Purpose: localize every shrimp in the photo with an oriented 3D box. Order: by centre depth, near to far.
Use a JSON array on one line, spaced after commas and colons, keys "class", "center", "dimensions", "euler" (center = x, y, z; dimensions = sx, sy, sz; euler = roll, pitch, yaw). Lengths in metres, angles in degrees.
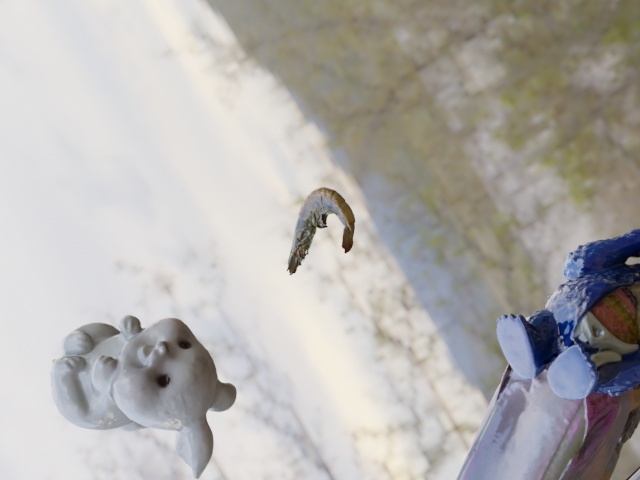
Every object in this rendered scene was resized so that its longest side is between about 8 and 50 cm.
[{"class": "shrimp", "center": [0.000, 0.000, 2.069], "dimensions": [0.083, 0.114, 0.023], "euler": [37, -159, 33]}]

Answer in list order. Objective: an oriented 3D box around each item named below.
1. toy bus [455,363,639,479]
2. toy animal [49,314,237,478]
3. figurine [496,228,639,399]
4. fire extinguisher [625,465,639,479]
[{"class": "toy bus", "center": [0.267, 0.303, 2.364], "dimensions": [0.171, 0.386, 0.162], "euler": [29, -165, 24]}, {"class": "toy animal", "center": [-0.200, 0.170, 2.131], "dimensions": [0.178, 0.193, 0.127], "euler": [70, -145, -44]}, {"class": "figurine", "center": [0.303, 0.076, 1.853], "dimensions": [0.164, 0.262, 0.120], "euler": [53, 153, 38]}, {"class": "fire extinguisher", "center": [0.391, 0.265, 2.031], "dimensions": [0.099, 0.231, 0.071], "euler": [33, -159, -27]}]
